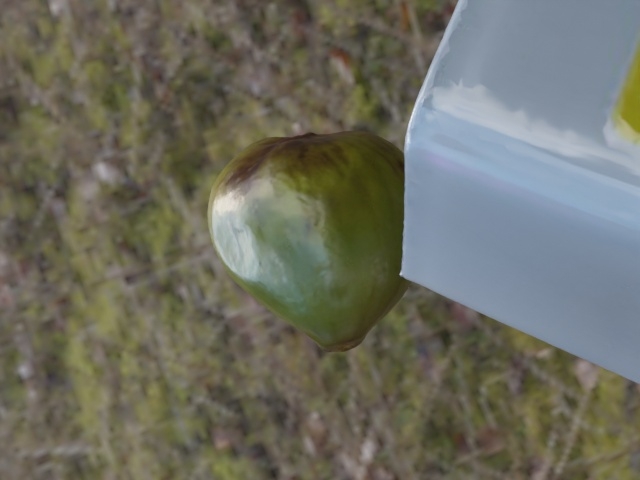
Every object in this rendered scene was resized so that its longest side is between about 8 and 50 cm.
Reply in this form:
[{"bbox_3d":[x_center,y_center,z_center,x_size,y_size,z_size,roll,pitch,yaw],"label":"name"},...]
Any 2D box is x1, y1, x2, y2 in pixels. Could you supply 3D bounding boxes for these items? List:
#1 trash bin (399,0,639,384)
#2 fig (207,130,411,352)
[{"bbox_3d":[0.230,-0.016,0.779,0.368,0.255,0.296,19,161,10],"label":"trash bin"},{"bbox_3d":[-0.002,-0.011,1.101,0.153,0.136,0.120,-82,-17,-53],"label":"fig"}]
